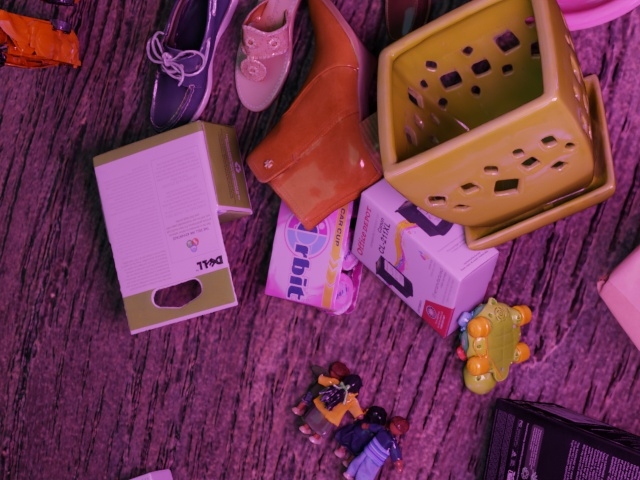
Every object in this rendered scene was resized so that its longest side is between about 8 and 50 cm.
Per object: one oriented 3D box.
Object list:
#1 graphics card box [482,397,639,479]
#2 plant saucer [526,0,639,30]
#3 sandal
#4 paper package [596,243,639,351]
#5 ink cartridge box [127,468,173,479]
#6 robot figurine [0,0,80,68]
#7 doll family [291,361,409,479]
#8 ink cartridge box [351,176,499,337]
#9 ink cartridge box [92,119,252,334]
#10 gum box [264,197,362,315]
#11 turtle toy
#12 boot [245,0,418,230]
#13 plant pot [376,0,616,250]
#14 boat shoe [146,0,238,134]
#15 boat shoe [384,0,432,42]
[{"bbox_3d":[0.308,0.326,1.639,0.371,0.094,0.233,13,95,62],"label":"graphics card box"},{"bbox_3d":[0.292,-0.418,1.759,0.332,0.084,0.332,4,102,22],"label":"plant saucer"},{"bbox_3d":[-0.077,-0.294,1.988,0.088,0.079,0.240,27,101,27],"label":"sandal"},{"bbox_3d":[0.480,0.126,1.532,0.168,0.309,0.325,-41,69,22],"label":"paper package"},{"bbox_3d":[-0.261,0.382,2.075,0.122,0.052,0.089,-23,77,27],"label":"ink cartridge box"},{"bbox_3d":[-0.437,-0.333,2.068,0.085,0.291,0.211,7,90,29],"label":"robot figurine"},{"bbox_3d":[0.043,0.232,1.907,0.193,0.076,0.111,44,103,18],"label":"doll family"},{"bbox_3d":[0.126,0.015,1.833,0.175,0.072,0.127,42,149,24],"label":"ink cartridge box"},{"bbox_3d":[-0.192,-0.015,2.031,0.188,0.097,0.255,-16,82,27],"label":"ink cartridge box"},{"bbox_3d":[0.000,0.000,1.942,0.107,0.062,0.188,12,93,29],"label":"gum box"},{"bbox_3d":[0.205,0.130,1.815,0.066,0.095,0.130,21,117,49],"label":"turtle toy"},{"bbox_3d":[-0.015,-0.171,1.895,0.211,0.104,0.295,-35,59,9],"label":"boot"},{"bbox_3d":[0.215,-0.135,1.723,0.228,0.207,0.227,-25,42,26],"label":"plant pot"},{"bbox_3d":[-0.186,-0.264,2.047,0.095,0.079,0.254,30,102,26],"label":"boat shoe"},{"bbox_3d":[0.108,-0.338,1.899,0.064,0.060,0.178,9,92,29],"label":"boat shoe"}]
